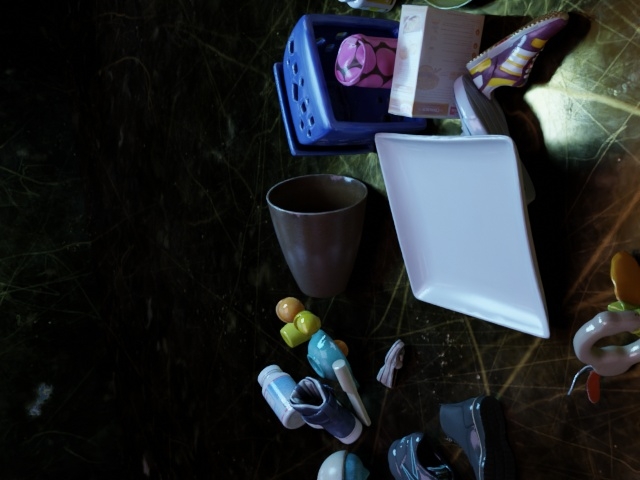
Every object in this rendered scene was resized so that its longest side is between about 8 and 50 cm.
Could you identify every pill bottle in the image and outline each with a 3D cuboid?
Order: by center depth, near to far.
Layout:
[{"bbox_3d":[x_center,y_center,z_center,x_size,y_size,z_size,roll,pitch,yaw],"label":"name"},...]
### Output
[{"bbox_3d":[0.090,-0.494,1.426,0.065,0.116,0.065,10,102,52],"label":"pill bottle"},{"bbox_3d":[-0.093,0.393,1.816,0.160,0.087,0.087,47,130,41],"label":"pill bottle"}]

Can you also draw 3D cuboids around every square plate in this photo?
[{"bbox_3d":[0.248,-0.025,1.249,0.344,0.049,0.347,14,125,56],"label":"square plate"}]

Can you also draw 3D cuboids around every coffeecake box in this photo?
[{"bbox_3d":[0.205,-0.312,1.270,0.068,0.142,0.185,26,115,50],"label":"coffeecake box"}]

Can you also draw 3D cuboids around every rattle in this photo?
[{"bbox_3d":[0.427,0.137,1.091,0.200,0.130,0.143,87,166,-52],"label":"rattle"}]

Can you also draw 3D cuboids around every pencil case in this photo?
[{"bbox_3d":[0.131,-0.329,1.313,0.095,0.209,0.098,44,131,43],"label":"pencil case"}]

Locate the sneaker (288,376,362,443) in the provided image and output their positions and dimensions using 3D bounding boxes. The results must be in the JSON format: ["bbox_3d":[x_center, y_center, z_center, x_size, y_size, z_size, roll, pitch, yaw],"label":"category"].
[{"bbox_3d":[-0.020,0.365,1.622,0.086,0.163,0.226,-55,27,-16],"label":"sneaker"}]

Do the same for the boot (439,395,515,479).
[{"bbox_3d":[0.283,0.392,1.326,0.137,0.077,0.198,-26,60,57],"label":"boot"}]

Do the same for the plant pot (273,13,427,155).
[{"bbox_3d":[0.042,-0.293,1.431,0.212,0.236,0.236,-26,73,58],"label":"plant pot"}]

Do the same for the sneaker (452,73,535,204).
[{"bbox_3d":[0.275,-0.161,1.235,0.091,0.094,0.258,-34,68,46],"label":"sneaker"}]

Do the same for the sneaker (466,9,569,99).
[{"bbox_3d":[0.333,-0.302,1.172,0.185,0.069,0.084,-25,102,44],"label":"sneaker"}]

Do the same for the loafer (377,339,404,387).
[{"bbox_3d":[0.157,0.260,1.502,0.039,0.045,0.125,39,133,24],"label":"loafer"}]

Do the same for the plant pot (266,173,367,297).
[{"bbox_3d":[0.000,0.000,1.568,0.215,0.215,0.230,30,133,48],"label":"plant pot"}]

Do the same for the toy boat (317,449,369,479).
[{"bbox_3d":[0.062,0.596,1.513,0.318,0.148,0.267,36,-127,-81],"label":"toy boat"}]

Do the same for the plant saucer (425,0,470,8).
[{"bbox_3d":[0.251,-0.534,1.269,0.241,0.037,0.241,11,104,52],"label":"plant saucer"}]

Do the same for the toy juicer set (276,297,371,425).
[{"bbox_3d":[0.019,0.241,1.613,0.329,0.089,0.209,43,158,36],"label":"toy juicer set"}]

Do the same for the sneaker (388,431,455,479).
[{"bbox_3d":[0.218,0.504,1.395,0.106,0.101,0.267,-49,56,42],"label":"sneaker"}]
